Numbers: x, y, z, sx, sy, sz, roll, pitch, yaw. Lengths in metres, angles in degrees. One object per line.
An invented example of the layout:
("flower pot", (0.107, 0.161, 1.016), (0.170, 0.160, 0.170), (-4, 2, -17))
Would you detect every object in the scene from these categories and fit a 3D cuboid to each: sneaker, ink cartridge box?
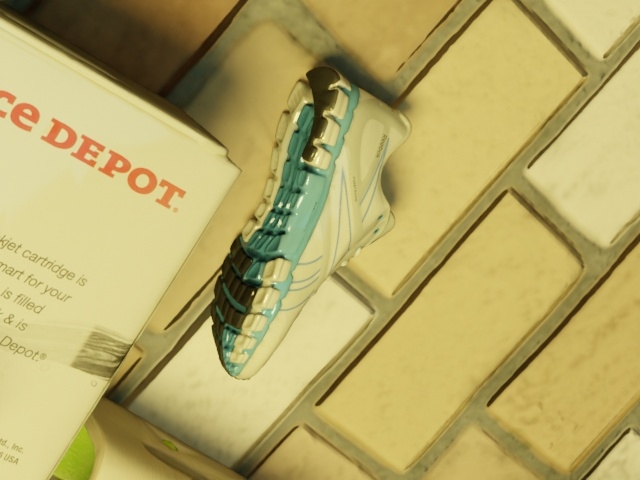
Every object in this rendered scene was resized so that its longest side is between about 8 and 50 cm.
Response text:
("sneaker", (0.000, 0.000, 0.871), (0.083, 0.071, 0.190), (18, 102, -30))
("ink cartridge box", (-0.209, 0.017, 0.769), (0.211, 0.121, 0.289), (30, 97, -26))

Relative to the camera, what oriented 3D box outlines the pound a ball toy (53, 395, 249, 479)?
("pound a ball toy", (-0.067, 0.264, 0.903), (0.319, 0.136, 0.208), (35, 94, -26))
